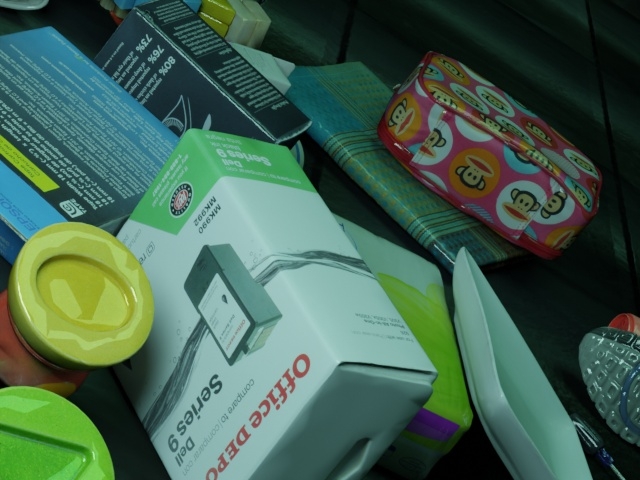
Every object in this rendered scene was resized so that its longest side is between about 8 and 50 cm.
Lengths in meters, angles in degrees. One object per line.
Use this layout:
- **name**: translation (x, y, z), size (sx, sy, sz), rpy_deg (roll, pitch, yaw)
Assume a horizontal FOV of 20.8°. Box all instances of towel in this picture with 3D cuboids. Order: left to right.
- **towel**: translation (0.103, -0.094, 2.213), size (0.370, 0.040, 0.271), rpy_deg (46, 26, 18)

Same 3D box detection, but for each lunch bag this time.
- **lunch bag**: translation (0.222, -0.120, 2.230), size (0.293, 0.120, 0.258), rpy_deg (36, 23, -4)

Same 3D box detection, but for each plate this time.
- **plate**: translation (0.204, 0.179, 1.731), size (0.277, 0.045, 0.278), rpy_deg (56, 14, -28)

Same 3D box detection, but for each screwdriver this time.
- **screwdriver**: translation (0.326, 0.256, 1.900), size (0.170, 0.024, 0.025), rpy_deg (51, -2, 16)

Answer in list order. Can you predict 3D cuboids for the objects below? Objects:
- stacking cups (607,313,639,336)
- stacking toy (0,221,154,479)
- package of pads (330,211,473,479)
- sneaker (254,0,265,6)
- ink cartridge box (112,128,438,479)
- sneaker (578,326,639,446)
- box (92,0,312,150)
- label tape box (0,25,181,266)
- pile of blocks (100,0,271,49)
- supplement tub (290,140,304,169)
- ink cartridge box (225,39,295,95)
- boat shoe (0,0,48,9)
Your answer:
- **stacking cups**: translation (0.493, 0.187, 2.177), size (0.316, 0.096, 0.096), rpy_deg (23, 27, -15)
- **stacking toy**: translation (-0.291, 0.110, 1.299), size (0.309, 0.130, 0.279), rpy_deg (17, 56, -30)
- **package of pads**: translation (0.025, 0.084, 1.706), size (0.229, 0.101, 0.296), rpy_deg (26, 26, -20)
- **sneaker**: translation (-0.136, -0.355, 2.297), size (0.153, 0.094, 0.235), rpy_deg (32, 24, -6)
- **ink cartridge box**: translation (-0.061, 0.079, 1.465), size (0.121, 0.211, 0.289), rpy_deg (11, 34, -43)
- **sneaker**: translation (0.420, 0.207, 2.037), size (0.297, 0.111, 0.129), rpy_deg (40, 8, 0)
- **box**: translation (-0.140, -0.126, 1.792), size (0.207, 0.153, 0.108), rpy_deg (44, 24, 3)
- **label tape box**: translation (-0.274, -0.068, 1.578), size (0.240, 0.106, 0.334), rpy_deg (41, 25, 12)
- **pile of blocks**: translation (-0.242, -0.290, 2.035), size (0.362, 0.112, 0.149), rpy_deg (29, 34, 3)
- **supplement tub**: translation (-0.076, -0.093, 1.931), size (0.107, 0.071, 0.071), rpy_deg (1, 41, -51)
- **ink cartridge box**: translation (-0.109, -0.167, 1.976), size (0.181, 0.104, 0.061), rpy_deg (13, 33, -41)
- **boat shoe**: translation (-0.405, -0.305, 1.861), size (0.267, 0.096, 0.088), rpy_deg (16, 42, -47)
